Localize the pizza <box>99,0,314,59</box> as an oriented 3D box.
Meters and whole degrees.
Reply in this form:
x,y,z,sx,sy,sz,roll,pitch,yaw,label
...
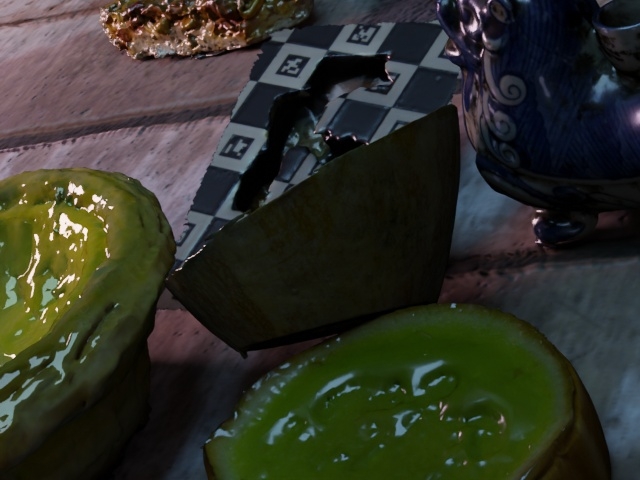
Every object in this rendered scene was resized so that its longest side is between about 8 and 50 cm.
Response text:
x,y,z,sx,sy,sz,roll,pitch,yaw,label
-0.108,-0.221,1.676,0.246,0.058,0.127,5,43,45,pizza

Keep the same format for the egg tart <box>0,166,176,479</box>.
x,y,z,sx,sy,sz,roll,pitch,yaw,label
-0.234,0.094,1.208,0.345,0.132,0.345,-18,30,11,egg tart

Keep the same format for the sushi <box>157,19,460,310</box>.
x,y,z,sx,sy,sz,roll,pitch,yaw,label
0.004,-0.048,1.333,0.192,0.043,0.280,-1,52,25,sushi

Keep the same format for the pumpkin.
x,y,z,sx,sy,sz,roll,pitch,yaw,label
0.014,0.012,1.133,0.217,0.110,0.217,-27,0,0,pumpkin

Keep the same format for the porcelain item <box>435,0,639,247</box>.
x,y,z,sx,sy,sz,roll,pitch,yaw,label
0.208,-0.092,1.122,0.288,0.186,0.138,10,43,43,porcelain item

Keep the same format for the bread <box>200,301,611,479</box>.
x,y,z,sx,sy,sz,roll,pitch,yaw,label
0.044,0.128,1.014,0.236,0.070,0.236,-18,32,12,bread
